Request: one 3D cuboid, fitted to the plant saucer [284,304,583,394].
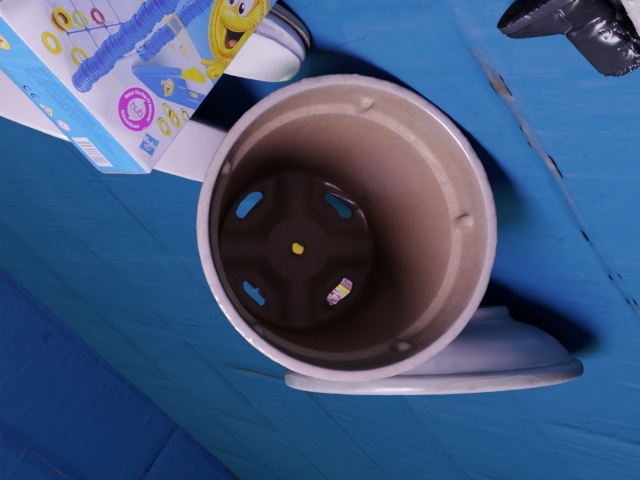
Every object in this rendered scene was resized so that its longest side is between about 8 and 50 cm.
[{"bbox_3d":[0.149,0.141,1.461,0.400,0.101,0.400,-2,177,0],"label":"plant saucer"}]

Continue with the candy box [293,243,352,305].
[{"bbox_3d":[0.012,0.073,1.747,0.206,0.027,0.105,33,154,-2],"label":"candy box"}]

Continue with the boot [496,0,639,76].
[{"bbox_3d":[0.225,-0.183,0.948,0.099,0.045,0.121,37,156,-19],"label":"boot"}]

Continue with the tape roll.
[{"bbox_3d":[-0.286,-0.165,1.366,0.392,0.072,0.392,19,-174,-2],"label":"tape roll"}]

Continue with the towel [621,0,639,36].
[{"bbox_3d":[0.342,-0.209,0.752,0.312,0.056,0.324,0,139,47],"label":"towel"}]

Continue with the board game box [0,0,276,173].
[{"bbox_3d":[-0.188,-0.272,0.967,0.086,0.302,0.308,6,146,46],"label":"board game box"}]

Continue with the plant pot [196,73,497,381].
[{"bbox_3d":[0.000,0.000,1.299,0.334,0.334,0.305,36,167,-7],"label":"plant pot"}]

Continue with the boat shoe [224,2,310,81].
[{"bbox_3d":[-0.151,-0.221,1.149,0.302,0.103,0.113,15,144,-24],"label":"boat shoe"}]
